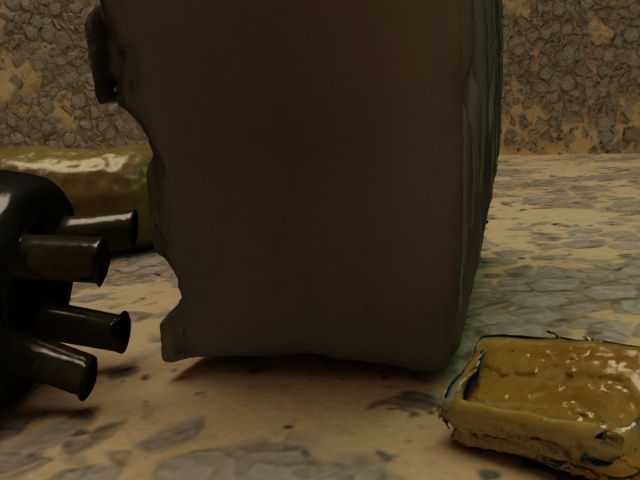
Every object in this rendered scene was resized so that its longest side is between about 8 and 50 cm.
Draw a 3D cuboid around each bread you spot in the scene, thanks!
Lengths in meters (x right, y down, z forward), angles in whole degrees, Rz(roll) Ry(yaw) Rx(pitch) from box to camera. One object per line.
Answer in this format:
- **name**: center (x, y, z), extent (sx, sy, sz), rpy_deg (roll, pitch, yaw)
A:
- **bread**: center (0.117, 0.079, 0.316), extent (0.106, 0.053, 0.072), rpy_deg (2, 35, 44)

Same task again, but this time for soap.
- **soap**: center (0.034, -0.136, 0.544), extent (0.213, 0.350, 0.435), rpy_deg (0, 25, 19)

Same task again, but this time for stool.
- **stool**: center (-0.207, 0.051, 0.422), extent (0.139, 0.227, 0.153), rpy_deg (8, -35, -2)

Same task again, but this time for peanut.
- **peanut**: center (-0.349, -0.059, 0.992), extent (0.387, 0.169, 0.192), rpy_deg (-4, 5, -16)

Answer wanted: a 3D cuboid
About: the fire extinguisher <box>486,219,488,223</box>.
- **fire extinguisher**: center (0.147, -0.014, 0.836), extent (0.177, 0.050, 0.062), rpy_deg (-10, 5, -35)
